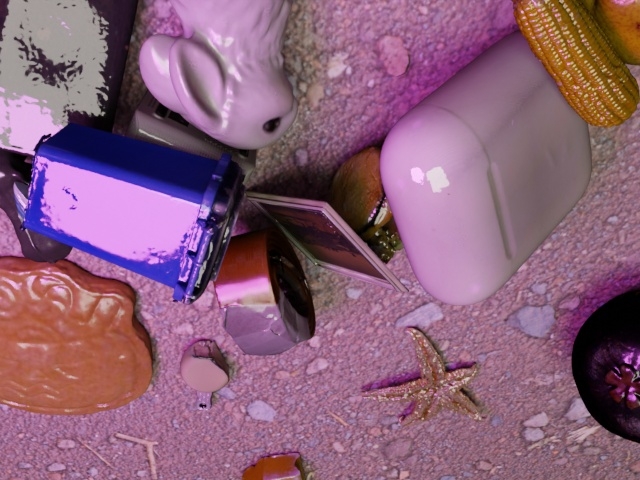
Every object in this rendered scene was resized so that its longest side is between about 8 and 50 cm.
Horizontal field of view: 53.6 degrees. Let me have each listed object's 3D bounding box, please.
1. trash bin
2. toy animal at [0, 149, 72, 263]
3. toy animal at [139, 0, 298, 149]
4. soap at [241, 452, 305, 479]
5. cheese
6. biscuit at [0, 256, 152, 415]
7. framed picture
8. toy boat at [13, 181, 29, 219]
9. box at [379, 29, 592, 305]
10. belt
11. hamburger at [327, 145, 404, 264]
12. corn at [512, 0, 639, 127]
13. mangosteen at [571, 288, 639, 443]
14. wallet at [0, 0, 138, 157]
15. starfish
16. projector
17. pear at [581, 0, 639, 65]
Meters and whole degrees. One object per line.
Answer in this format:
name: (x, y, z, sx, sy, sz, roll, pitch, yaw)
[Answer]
trash bin: (-0.220, -0.040, 0.761, 0.234, 0.184, 0.162, 19, 113, -8)
toy animal: (-0.418, -0.075, 0.926, 0.114, 0.146, 0.245, -19, 122, 11)
toy animal: (-0.116, -0.273, 0.750, 0.194, 0.258, 0.357, 16, 121, 28)
soap: (-0.098, 0.586, 1.436, 0.140, 0.073, 0.232, -9, 123, -2)
cheese: (-0.217, 0.267, 1.229, 0.092, 0.047, 0.171, -8, 124, 6)
biscuit: (-0.505, 0.190, 1.156, 0.385, 0.062, 0.365, 2, 124, -4)
framed picture: (0.000, 0.000, 0.959, 0.197, 0.252, 0.014, 45, 74, -28)
toy boat: (-0.348, -0.066, 0.838, 0.105, 0.034, 0.149, 18, 120, -21)
box: (0.236, -0.100, 0.860, 0.349, 0.141, 0.289, -41, 128, -25)
belt: (-0.085, 0.086, 1.013, 0.105, 0.184, 0.261, -13, 160, 9)
hamburger: (0.097, -0.048, 0.948, 0.131, 0.185, 0.159, 20, 156, -30)
corn: (0.298, -0.219, 0.745, 0.231, 0.080, 0.080, 35, 116, -31)
mangosteen: (0.601, 0.217, 1.133, 0.302, 0.275, 0.275, -9, 134, -41)
wallet: (-0.334, -0.257, 0.810, 0.170, 0.044, 0.321, 12, 105, -20)
starfish: (0.204, 0.296, 1.267, 0.231, 0.048, 0.295, -28, 120, 16)
projector: (-0.219, -0.075, 0.927, 0.177, 0.163, 0.242, 23, 118, -16)
pear: (0.394, -0.315, 0.756, 0.208, 0.209, 0.209, -1, 124, -2)
